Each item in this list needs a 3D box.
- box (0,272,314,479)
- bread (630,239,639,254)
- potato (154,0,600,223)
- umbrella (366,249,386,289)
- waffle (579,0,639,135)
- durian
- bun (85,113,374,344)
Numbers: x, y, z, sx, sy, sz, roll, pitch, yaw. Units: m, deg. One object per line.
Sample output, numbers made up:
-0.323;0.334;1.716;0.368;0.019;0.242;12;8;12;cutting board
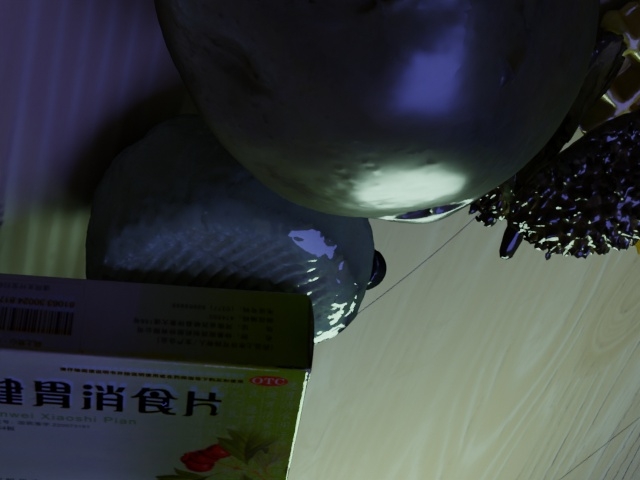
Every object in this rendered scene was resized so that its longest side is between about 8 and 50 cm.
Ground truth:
-0.142;0.098;1.132;0.260;0.062;0.175;5;142;-5;box
0.398;-0.067;1.662;0.268;0.145;0.268;-31;156;-16;bread
0.039;-0.133;0.979;0.326;0.221;0.243;47;49;-64;potato
0.002;-0.002;1.327;0.224;0.080;0.071;27;75;-66;umbrella
0.319;-0.140;1.459;0.219;0.057;0.229;-40;131;9;waffle
0.185;-0.064;1.329;0.167;0.196;0.196;-3;135;-54;durian
-0.060;-0.002;1.149;0.195;0.118;0.195;1;139;1;bun
